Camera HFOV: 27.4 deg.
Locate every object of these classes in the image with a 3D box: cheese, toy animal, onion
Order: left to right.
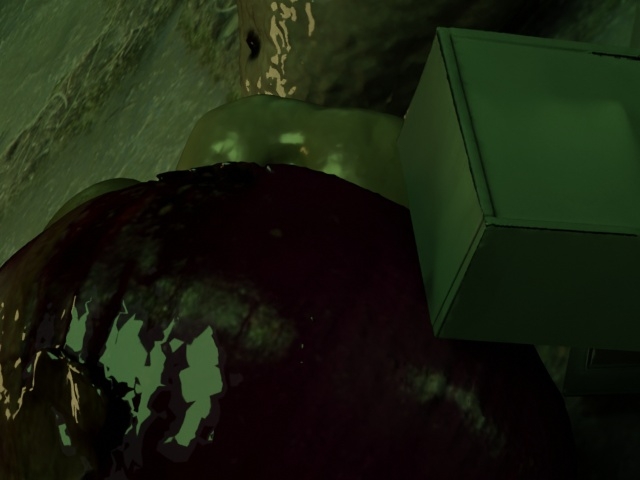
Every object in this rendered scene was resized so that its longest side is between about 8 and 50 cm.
[{"bbox_3d":[-0.052,0.163,0.679,0.347,0.348,0.385,-19,38,44],"label":"onion"},{"bbox_3d":[0.000,0.000,0.873,0.235,0.218,0.117,-50,17,53],"label":"cheese"},{"bbox_3d":[0.051,-0.219,0.986,0.358,0.188,0.226,-44,43,21],"label":"toy animal"}]

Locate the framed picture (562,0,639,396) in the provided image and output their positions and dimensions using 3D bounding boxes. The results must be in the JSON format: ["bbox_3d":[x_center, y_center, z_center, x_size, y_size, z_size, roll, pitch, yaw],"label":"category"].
[{"bbox_3d":[0.259,-0.049,0.746,0.232,0.019,0.296,-9,58,48],"label":"framed picture"}]

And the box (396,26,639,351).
[{"bbox_3d":[0.160,-0.018,0.626,0.086,0.225,0.130,108,162,-45],"label":"box"}]

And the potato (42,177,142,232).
[{"bbox_3d":[-0.172,0.121,0.989,0.243,0.221,0.326,16,76,47],"label":"potato"}]
